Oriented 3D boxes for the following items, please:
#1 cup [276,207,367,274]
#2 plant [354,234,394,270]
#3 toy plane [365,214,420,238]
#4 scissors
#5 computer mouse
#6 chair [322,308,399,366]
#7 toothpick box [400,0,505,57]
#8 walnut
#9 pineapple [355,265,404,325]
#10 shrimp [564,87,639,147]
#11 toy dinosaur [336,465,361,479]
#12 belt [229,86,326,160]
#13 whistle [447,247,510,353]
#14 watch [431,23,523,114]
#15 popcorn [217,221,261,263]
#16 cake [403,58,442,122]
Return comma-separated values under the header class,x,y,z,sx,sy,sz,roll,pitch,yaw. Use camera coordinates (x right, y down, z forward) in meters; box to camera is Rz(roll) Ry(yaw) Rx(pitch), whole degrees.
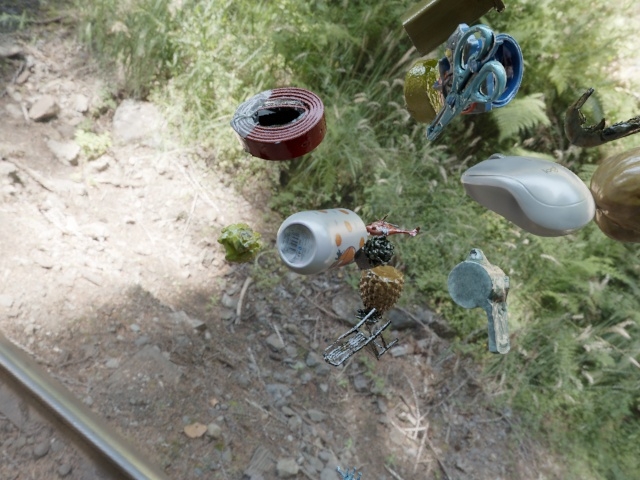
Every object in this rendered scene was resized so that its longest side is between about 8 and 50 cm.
class,x,y,z,sx,sy,sz,roll,pitch,yaw
cup,0.000,0.000,1.460,0.212,0.212,0.317,45,23,18
plant,0.161,0.040,1.288,0.091,0.143,0.095,-18,77,-30
toy plane,0.263,-0.032,1.611,0.194,0.126,0.077,18,60,-8
scissors,0.351,-0.371,1.120,0.032,0.393,0.180,-15,76,-13
computer mouse,0.448,-0.122,0.953,0.184,0.121,0.297,-18,41,-13
chair,0.113,0.305,1.241,0.084,0.212,0.102,33,-25,50
toothpick box,0.456,-0.821,1.551,0.190,0.307,0.188,47,28,-27
walnut,1.012,-0.144,1.309,0.306,0.343,0.307,-18,90,-77
pineapple,0.274,0.300,2.164,0.222,0.358,0.223,14,23,-6
shrimp,0.688,-0.304,1.034,0.148,0.195,0.035,62,37,-20
toy dinosaur,0.106,0.821,1.470,0.045,0.081,0.197,15,5,-28
belt,-0.142,-0.387,1.453,0.115,0.323,0.228,72,9,-64
whistle,0.667,0.237,1.726,0.168,0.188,0.405,5,50,-46
watch,0.554,-0.611,1.510,0.274,0.306,0.241,-30,30,-20
popcorn,-0.329,0.009,1.745,0.173,0.174,0.142,28,36,-16
cake,0.448,-0.598,1.768,0.156,0.179,0.260,8,-23,45
